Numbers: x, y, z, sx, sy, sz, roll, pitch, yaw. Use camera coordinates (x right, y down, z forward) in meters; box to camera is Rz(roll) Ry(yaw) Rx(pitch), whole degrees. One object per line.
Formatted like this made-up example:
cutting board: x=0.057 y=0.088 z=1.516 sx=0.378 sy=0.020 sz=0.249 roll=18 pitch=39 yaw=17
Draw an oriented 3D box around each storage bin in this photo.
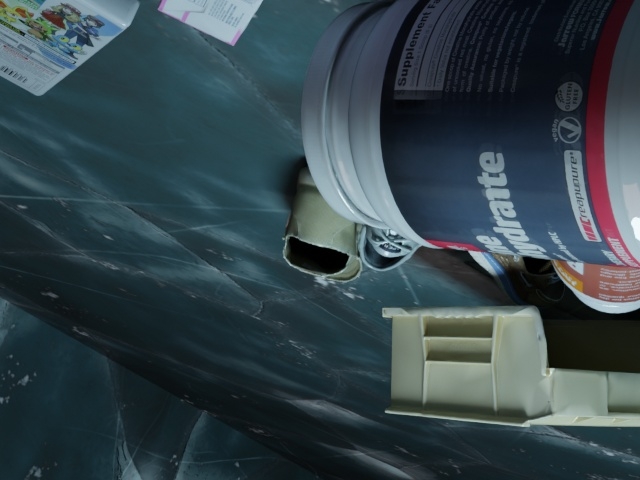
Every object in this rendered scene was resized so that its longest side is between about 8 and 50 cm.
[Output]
storage bin: x=0.249 y=0.140 z=1.339 sx=0.262 sy=0.123 sz=0.260 roll=7 pitch=172 yaw=-36

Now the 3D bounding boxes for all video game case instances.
video game case: x=-0.366 y=-0.261 z=1.149 sx=0.329 sy=0.036 sz=0.300 roll=30 pitch=161 yaw=-22

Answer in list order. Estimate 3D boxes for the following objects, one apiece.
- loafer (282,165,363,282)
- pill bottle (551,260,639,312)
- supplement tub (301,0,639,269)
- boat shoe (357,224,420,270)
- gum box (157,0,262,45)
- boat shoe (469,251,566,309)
loafer: x=0.000 y=0.000 z=1.401 sx=0.101 sy=0.092 sz=0.268 roll=18 pitch=162 yaw=11
pill bottle: x=0.251 y=-0.016 z=1.015 sx=0.121 sy=0.121 sz=0.216 roll=16 pitch=161 yaw=18
supplement tub: x=0.142 y=-0.083 z=0.825 sx=0.272 sy=0.191 sz=0.191 roll=6 pitch=157 yaw=39
boat shoe: x=0.086 y=-0.018 z=1.267 sx=0.079 sy=0.081 sz=0.227 roll=22 pitch=163 yaw=-1
gum box: x=-0.047 y=-0.214 z=0.795 sx=0.062 sy=0.107 sz=0.188 roll=25 pitch=162 yaw=-11
boat shoe: x=0.220 y=0.024 z=1.265 sx=0.066 sy=0.066 sz=0.183 roll=-5 pitch=154 yaw=38
